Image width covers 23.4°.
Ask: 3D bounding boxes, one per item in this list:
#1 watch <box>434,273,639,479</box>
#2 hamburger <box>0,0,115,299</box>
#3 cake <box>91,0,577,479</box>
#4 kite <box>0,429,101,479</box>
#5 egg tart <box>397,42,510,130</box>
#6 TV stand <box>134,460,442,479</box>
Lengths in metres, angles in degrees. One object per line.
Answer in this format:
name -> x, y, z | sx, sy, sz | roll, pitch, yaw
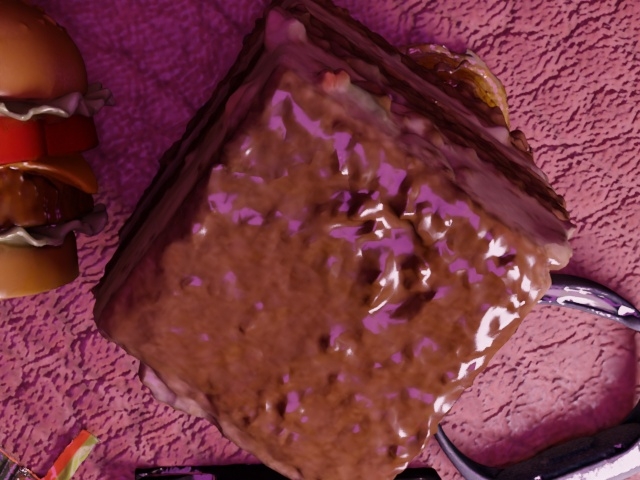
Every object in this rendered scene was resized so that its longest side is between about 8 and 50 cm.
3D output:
watch -> 0.185, 0.116, 1.256 | 0.206, 0.068, 0.193 | -21, 99, -2
hamburger -> -0.279, -0.082, 1.078 | 0.274, 0.274, 0.212 | 3, 99, -7
cake -> 0.000, 0.000, 1.092 | 0.255, 0.290, 0.282 | 34, 110, -6
kite -> -0.235, 0.231, 1.247 | 0.241, 0.014, 0.183 | 39, 92, -6
egg tart -> 0.091, -0.094, 1.229 | 0.128, 0.049, 0.129 | -1, 97, -5
TV stand -> -0.026, 0.206, 1.257 | 0.249, 0.036, 0.042 | -1, 96, -7
